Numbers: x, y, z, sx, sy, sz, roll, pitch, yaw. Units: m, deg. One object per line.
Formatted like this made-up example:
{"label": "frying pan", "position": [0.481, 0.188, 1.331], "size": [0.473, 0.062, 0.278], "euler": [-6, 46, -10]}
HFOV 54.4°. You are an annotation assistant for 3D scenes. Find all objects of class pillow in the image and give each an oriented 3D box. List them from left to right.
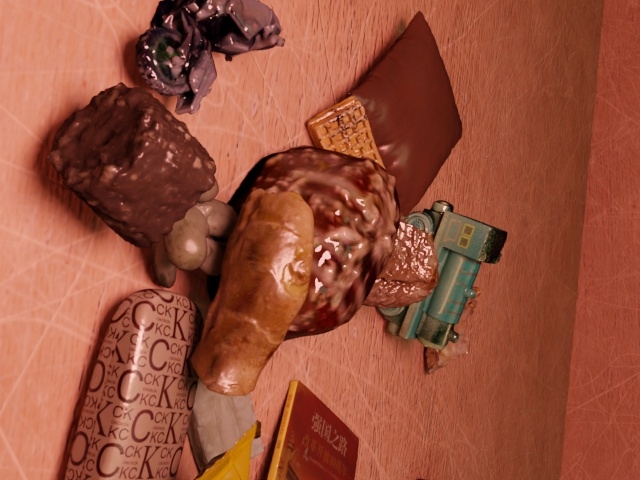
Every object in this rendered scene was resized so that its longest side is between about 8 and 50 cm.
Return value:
{"label": "pillow", "position": [0.174, -0.244, 1.248], "size": [0.308, 0.108, 0.305], "euler": [-53, 132, -31]}

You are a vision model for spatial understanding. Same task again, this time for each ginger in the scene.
{"label": "ginger", "position": [-0.076, 0.059, 0.776], "size": [0.109, 0.116, 0.263], "euler": [149, -39, -82]}

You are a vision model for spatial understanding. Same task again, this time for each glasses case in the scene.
{"label": "glasses case", "position": [-0.227, 0.235, 0.759], "size": [0.137, 0.085, 0.354], "euler": [30, 70, -58]}

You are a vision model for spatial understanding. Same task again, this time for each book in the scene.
{"label": "book", "position": [-0.024, 0.464, 1.054], "size": [0.262, 0.028, 0.374], "euler": [52, 40, -41]}

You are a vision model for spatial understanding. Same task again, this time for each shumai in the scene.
{"label": "shumai", "position": [0.122, 0.029, 1.162], "size": [0.175, 0.206, 0.166], "euler": [-40, 133, -71]}

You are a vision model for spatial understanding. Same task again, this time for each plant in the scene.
{"label": "plant", "position": [-0.181, -0.049, 0.738], "size": [0.146, 0.149, 0.274], "euler": [-28, 145, -1]}

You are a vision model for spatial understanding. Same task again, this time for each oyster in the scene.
{"label": "oyster", "position": [0.307, 0.205, 1.509], "size": [0.161, 0.107, 0.232], "euler": [-7, 118, -59]}

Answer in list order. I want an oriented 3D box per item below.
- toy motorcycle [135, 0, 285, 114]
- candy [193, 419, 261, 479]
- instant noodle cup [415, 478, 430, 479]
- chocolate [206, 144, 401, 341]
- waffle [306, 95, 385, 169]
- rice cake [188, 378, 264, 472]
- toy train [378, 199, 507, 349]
{"label": "toy motorcycle", "position": [-0.136, -0.272, 0.826], "size": [0.159, 0.106, 0.270], "euler": [48, 52, -38]}
{"label": "candy", "position": [-0.150, 0.368, 0.810], "size": [0.187, 0.081, 0.297], "euler": [-44, 156, -39]}
{"label": "instant noodle cup", "position": [0.293, 0.670, 1.448], "size": [0.235, 0.178, 0.234], "euler": [-7, 99, -54]}
{"label": "chocolate", "position": [0.000, 0.000, 0.950], "size": [0.340, 0.210, 0.225], "euler": [-60, 139, -31]}
{"label": "waffle", "position": [0.046, -0.166, 1.096], "size": [0.102, 0.042, 0.148], "euler": [-29, 124, -8]}
{"label": "rice cake", "position": [-0.146, 0.244, 0.915], "size": [0.124, 0.038, 0.211], "euler": [-24, 113, -51]}
{"label": "toy train", "position": [0.240, 0.074, 1.270], "size": [0.120, 0.194, 0.298], "euler": [8, 104, -54]}
